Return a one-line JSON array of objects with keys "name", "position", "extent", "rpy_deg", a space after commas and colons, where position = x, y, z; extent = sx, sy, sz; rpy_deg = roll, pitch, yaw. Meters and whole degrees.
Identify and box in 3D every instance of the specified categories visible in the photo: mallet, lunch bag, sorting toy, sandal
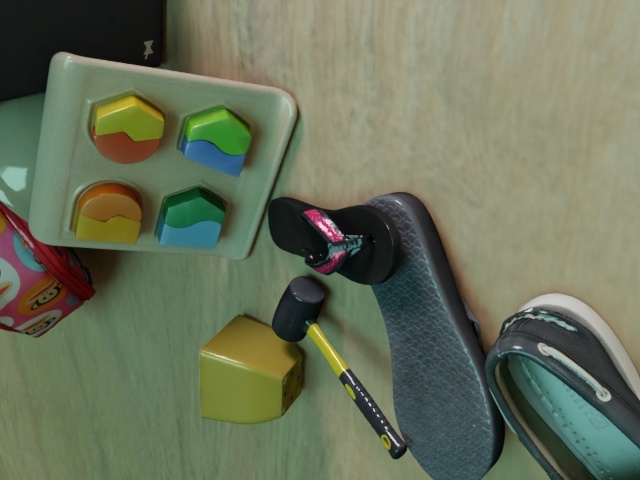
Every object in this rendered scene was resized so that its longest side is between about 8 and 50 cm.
[{"name": "mallet", "position": [0.021, 0.108, 0.726], "extent": [0.189, 0.039, 0.062], "rpy_deg": [46, 131, 36]}, {"name": "lunch bag", "position": [-0.374, -0.041, 0.852], "extent": [0.293, 0.120, 0.258], "rpy_deg": [50, 169, 10]}, {"name": "sorting toy", "position": [-0.142, -0.060, 0.723], "extent": [0.038, 0.208, 0.193], "rpy_deg": [-108, 32, -48]}, {"name": "sandal", "position": [0.100, 0.081, 0.682], "extent": [0.097, 0.054, 0.254], "rpy_deg": [-14, 90, 43]}, {"name": "sandal", "position": [0.000, 0.000, 0.693], "extent": [0.179, 0.040, 0.067], "rpy_deg": [13, 110, 50]}]

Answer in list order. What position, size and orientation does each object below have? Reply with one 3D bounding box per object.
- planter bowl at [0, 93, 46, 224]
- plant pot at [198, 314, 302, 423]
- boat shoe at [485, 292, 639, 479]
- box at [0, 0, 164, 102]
[{"name": "planter bowl", "position": [-0.247, -0.092, 0.806], "extent": [0.109, 0.162, 0.162], "rpy_deg": [-43, 81, 13]}, {"name": "plant pot", "position": [-0.064, 0.135, 0.809], "extent": [0.083, 0.081, 0.081], "rpy_deg": [13, 117, 20]}, {"name": "boat shoe", "position": [0.230, 0.183, 0.603], "extent": [0.302, 0.091, 0.114], "rpy_deg": [50, 130, 8]}, {"name": "box", "position": [-0.338, -0.244, 0.701], "extent": [0.294, 0.296, 0.182], "rpy_deg": [22, 121, 26]}]
